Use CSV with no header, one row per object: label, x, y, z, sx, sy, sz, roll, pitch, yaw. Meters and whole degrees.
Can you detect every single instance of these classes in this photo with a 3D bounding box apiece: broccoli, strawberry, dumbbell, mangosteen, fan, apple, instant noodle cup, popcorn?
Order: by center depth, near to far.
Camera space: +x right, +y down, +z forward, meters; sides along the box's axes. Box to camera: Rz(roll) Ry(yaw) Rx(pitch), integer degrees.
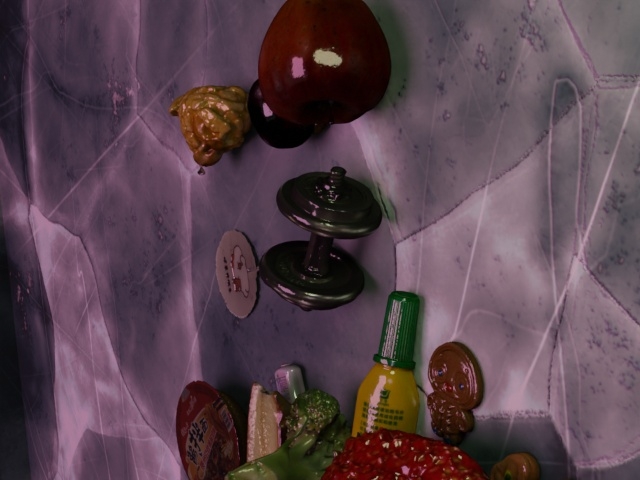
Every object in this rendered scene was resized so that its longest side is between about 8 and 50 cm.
strawberry,0.149,0.448,1.807,0.343,0.292,0.292,10,104,45
apple,0.010,-0.301,1.932,0.234,0.234,0.234,14,107,54
dumbbell,0.000,0.000,2.021,0.192,0.192,0.290,45,132,42
broccoli,-0.003,0.399,2.056,0.186,0.302,0.254,10,64,23
mangosteen,-0.058,-0.244,2.122,0.152,0.152,0.152,14,107,54
popcorn,-0.217,-0.249,2.346,0.163,0.140,0.194,59,150,18
fan,-0.141,0.061,2.394,0.329,0.009,0.190,-16,81,58
instant noodle cup,-0.211,0.426,2.490,0.274,0.091,0.274,15,108,53

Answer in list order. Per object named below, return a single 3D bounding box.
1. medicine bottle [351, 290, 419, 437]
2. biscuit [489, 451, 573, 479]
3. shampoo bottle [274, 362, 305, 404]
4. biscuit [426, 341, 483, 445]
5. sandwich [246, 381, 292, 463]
medicine bottle,0.122,0.238,1.980,0.111,0.076,0.308,11,104,12
biscuit,0.316,0.495,1.776,0.202,0.047,0.333,31,121,49
shampoo bottle,-0.059,0.291,2.287,0.072,0.043,0.099,-27,73,57
biscuit,0.216,0.252,1.895,0.124,0.026,0.175,28,118,51
sandwich,-0.073,0.389,2.230,0.122,0.128,0.235,10,103,39
